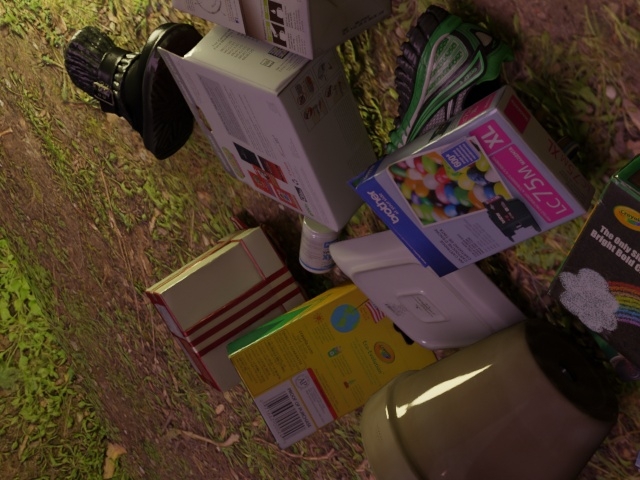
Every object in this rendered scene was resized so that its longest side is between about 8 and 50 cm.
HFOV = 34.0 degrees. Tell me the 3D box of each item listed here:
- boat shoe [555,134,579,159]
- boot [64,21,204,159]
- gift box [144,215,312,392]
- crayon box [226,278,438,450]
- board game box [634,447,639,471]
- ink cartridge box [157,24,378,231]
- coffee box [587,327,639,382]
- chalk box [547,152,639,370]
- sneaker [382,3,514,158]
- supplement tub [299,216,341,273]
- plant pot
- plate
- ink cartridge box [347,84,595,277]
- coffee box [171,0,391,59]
[{"bbox_3d":[0.274,-0.100,1.411,0.066,0.066,0.183,53,147,5],"label":"boat shoe"},{"bbox_3d":[-0.350,-0.327,1.930,0.260,0.131,0.348,45,146,14],"label":"boot"},{"bbox_3d":[-0.166,0.109,1.993,0.255,0.258,0.276,60,166,-12],"label":"gift box"},{"bbox_3d":[0.021,0.202,1.844,0.202,0.319,0.081,63,178,-13],"label":"crayon box"},{"bbox_3d":[0.483,0.276,1.416,0.060,0.194,0.194,25,123,36],"label":"board game box"},{"bbox_3d":[-0.073,-0.196,1.627,0.272,0.130,0.309,27,156,35],"label":"ink cartridge box"},{"bbox_3d":[0.415,0.105,1.442,0.184,0.040,0.113,57,147,-4],"label":"coffee box"},{"bbox_3d":[0.423,-0.011,1.206,0.180,0.179,0.289,42,144,20],"label":"chalk box"},{"bbox_3d":[0.175,-0.144,1.437,0.146,0.134,0.343,28,143,22],"label":"sneaker"},{"bbox_3d":[0.000,0.000,1.842,0.071,0.071,0.107,37,144,24],"label":"supplement tub"},{"bbox_3d":[0.267,0.269,1.539,0.323,0.323,0.280,48,117,10],"label":"plant pot"},{"bbox_3d":[0.169,0.091,1.658,0.277,0.045,0.278,43,152,-20],"label":"plate"},{"bbox_3d":[0.182,-0.060,1.392,0.186,0.065,0.311,46,139,-15],"label":"ink cartridge box"},{"bbox_3d":[-0.067,-0.378,1.495,0.297,0.168,0.118,26,138,35],"label":"coffee box"}]
